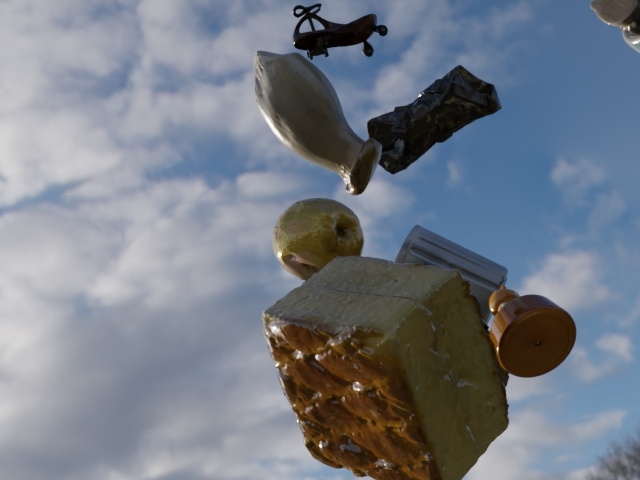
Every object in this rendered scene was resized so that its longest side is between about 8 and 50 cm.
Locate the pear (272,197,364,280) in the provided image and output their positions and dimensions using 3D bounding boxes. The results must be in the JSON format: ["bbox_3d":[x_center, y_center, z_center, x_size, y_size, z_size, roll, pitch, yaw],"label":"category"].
[{"bbox_3d":[0.000,0.000,1.744,0.178,0.178,0.178,-13,-28,-7],"label":"pear"}]

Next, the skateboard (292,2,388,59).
[{"bbox_3d":[0.022,-0.328,1.431,0.151,0.080,0.067,-11,-18,-26],"label":"skateboard"}]

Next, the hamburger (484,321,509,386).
[{"bbox_3d":[0.241,0.229,1.624,0.183,0.130,0.206,-48,-47,-8],"label":"hamburger"}]

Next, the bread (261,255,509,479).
[{"bbox_3d":[0.093,0.187,1.340,0.279,0.279,0.207,7,32,46],"label":"bread"}]

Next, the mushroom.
[{"bbox_3d":[-0.007,-0.148,1.118,0.097,0.212,0.088,-48,-10,37],"label":"mushroom"}]

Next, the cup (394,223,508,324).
[{"bbox_3d":[0.229,0.095,1.752,0.221,0.202,0.166,-49,-22,-52],"label":"cup"}]

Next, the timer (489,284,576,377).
[{"bbox_3d":[0.316,0.125,1.488,0.132,0.152,0.132,-7,-61,-13],"label":"timer"}]

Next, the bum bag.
[{"bbox_3d":[0.190,-0.213,1.608,0.248,0.102,0.069,-31,-13,-5],"label":"bum bag"}]

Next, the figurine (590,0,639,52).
[{"bbox_3d":[0.540,-0.172,1.008,0.361,0.377,0.266,22,-68,-26],"label":"figurine"}]
